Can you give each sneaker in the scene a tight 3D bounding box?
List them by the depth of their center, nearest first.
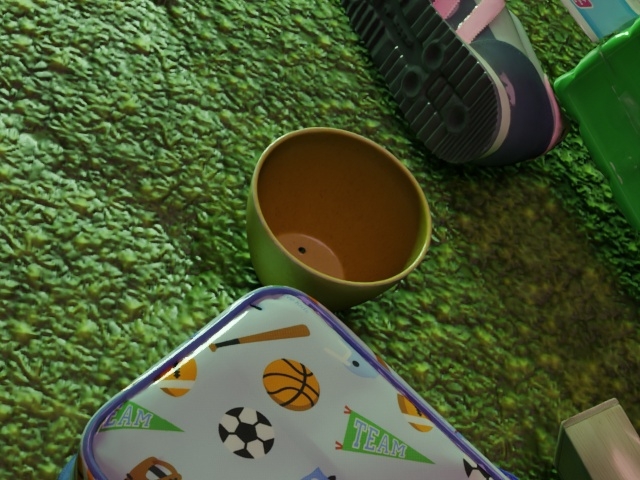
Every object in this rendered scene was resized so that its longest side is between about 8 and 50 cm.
[{"bbox_3d":[0.105,-0.194,1.284,0.131,0.112,0.319,3,57,-43],"label":"sneaker"}]

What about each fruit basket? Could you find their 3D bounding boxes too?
[{"bbox_3d":[0.375,-0.104,1.279,0.353,0.165,0.327,-14,72,-41],"label":"fruit basket"}]

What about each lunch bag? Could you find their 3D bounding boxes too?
[{"bbox_3d":[0.004,0.184,0.953,0.303,0.115,0.243,44,49,11],"label":"lunch bag"}]

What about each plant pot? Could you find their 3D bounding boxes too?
[{"bbox_3d":[0.000,0.000,1.090,0.134,0.095,0.134,12,53,-17],"label":"plant pot"}]

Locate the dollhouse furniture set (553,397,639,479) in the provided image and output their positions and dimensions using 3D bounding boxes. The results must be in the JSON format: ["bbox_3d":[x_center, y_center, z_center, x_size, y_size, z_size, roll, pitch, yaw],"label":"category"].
[{"bbox_3d":[0.309,0.161,1.046,0.242,0.212,0.161,-24,64,-6],"label":"dollhouse furniture set"}]
